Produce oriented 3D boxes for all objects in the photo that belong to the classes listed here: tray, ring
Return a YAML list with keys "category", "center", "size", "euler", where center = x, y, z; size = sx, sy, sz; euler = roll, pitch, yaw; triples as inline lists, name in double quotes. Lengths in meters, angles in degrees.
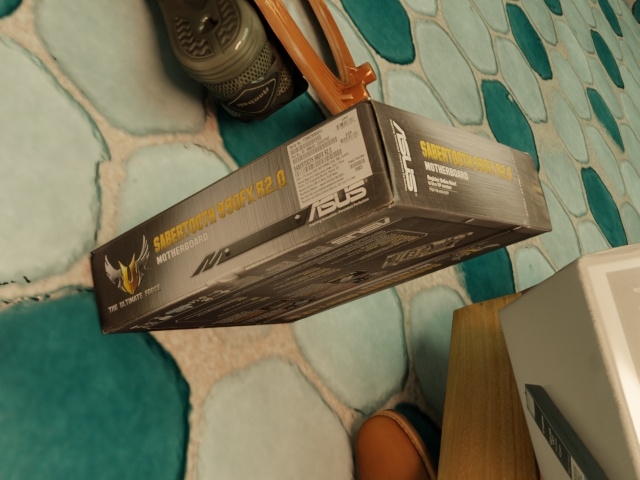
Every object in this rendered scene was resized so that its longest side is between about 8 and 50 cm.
- category: "tray"
  center: [0.149, 0.222, 0.546]
  size: [0.411, 0.076, 0.203]
  euler: [-59, 130, -64]
- category: "ring"
  center: [-0.026, -0.244, 0.674]
  size: [0.337, 0.032, 0.337]
  euler: [56, 16, -25]

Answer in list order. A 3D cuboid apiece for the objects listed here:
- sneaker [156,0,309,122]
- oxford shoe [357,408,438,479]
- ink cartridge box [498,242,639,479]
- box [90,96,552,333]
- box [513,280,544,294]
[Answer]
- category: "sneaker"
  center: [-0.079, -0.184, 0.625]
  size: [0.130, 0.087, 0.228]
  euler: [52, 12, -54]
- category: "oxford shoe"
  center: [0.047, 0.221, 0.528]
  size: [0.076, 0.076, 0.212]
  euler: [14, 55, -31]
- category: "ink cartridge box"
  center: [0.175, 0.177, 0.448]
  size: [0.261, 0.066, 0.297]
  euler: [99, -19, -73]
- category: "box"
  center: [0.000, 0.000, 0.468]
  size: [0.183, 0.231, 0.056]
  euler: [3, 69, -50]
- category: "box"
  center: [0.286, 0.094, 0.721]
  size: [0.300, 0.154, 0.142]
  euler: [80, -14, -84]
